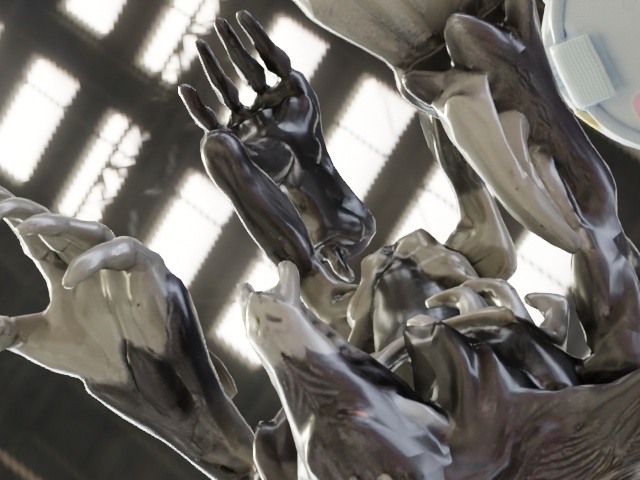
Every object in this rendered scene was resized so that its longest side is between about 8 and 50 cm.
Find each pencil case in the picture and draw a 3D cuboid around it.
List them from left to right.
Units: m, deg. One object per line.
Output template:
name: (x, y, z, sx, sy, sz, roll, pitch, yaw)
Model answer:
pencil case: (0.165, -0.120, 0.777, 0.124, 0.273, 0.113, -9, -77, 10)

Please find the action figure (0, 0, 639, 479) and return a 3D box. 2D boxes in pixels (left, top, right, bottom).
action figure: (0.000, 0.000, 0.395, 0.164, 0.275, 0.141, -37, -66, 16)
